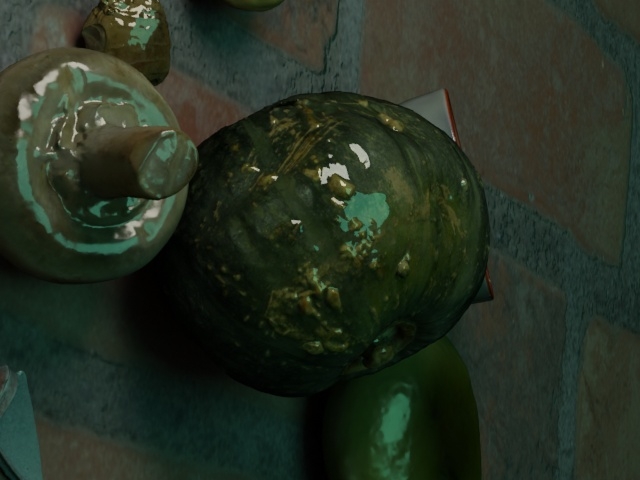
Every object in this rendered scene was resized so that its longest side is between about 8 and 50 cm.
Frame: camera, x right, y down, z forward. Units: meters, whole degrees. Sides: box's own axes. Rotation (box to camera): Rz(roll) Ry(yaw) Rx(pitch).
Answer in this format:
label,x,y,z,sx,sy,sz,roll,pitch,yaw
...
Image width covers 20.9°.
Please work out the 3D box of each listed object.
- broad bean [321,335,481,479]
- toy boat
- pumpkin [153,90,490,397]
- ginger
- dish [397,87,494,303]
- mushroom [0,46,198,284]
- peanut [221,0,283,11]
label,x,y,z,sx,sy,sz,roll,pitch,yaw
broad bean,0.092,0.225,1.861,0.238,0.119,0.291,12,73,-50
toy boat,-0.263,0.174,1.495,0.096,0.034,0.122,-62,138,-37
pumpkin,0.000,0.000,1.647,0.257,0.291,0.327,57,23,18
ginger,-0.183,-0.157,1.625,0.096,0.067,0.165,16,84,-50
dish,0.109,-0.037,1.892,0.256,0.117,0.256,-13,90,-84
mushroom,-0.190,-0.065,1.469,0.207,0.215,0.207,1,88,-39
peanut,-0.068,-0.386,1.752,0.147,0.147,0.319,8,75,-51
